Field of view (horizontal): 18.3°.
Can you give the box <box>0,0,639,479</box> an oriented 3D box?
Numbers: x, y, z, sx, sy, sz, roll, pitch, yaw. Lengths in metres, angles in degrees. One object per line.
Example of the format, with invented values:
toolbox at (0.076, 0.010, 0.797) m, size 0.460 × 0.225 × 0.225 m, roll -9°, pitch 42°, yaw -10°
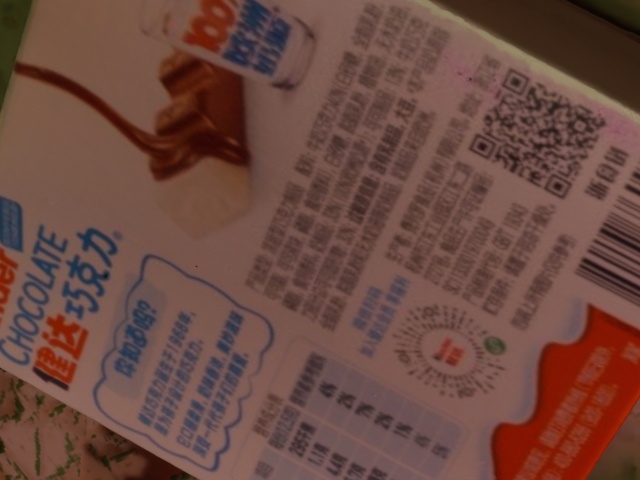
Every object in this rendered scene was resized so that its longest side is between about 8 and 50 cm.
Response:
box at (0.000, 0.000, 0.752) m, size 0.265 × 0.048 × 0.273 m, roll 29°, pitch 133°, yaw 4°
